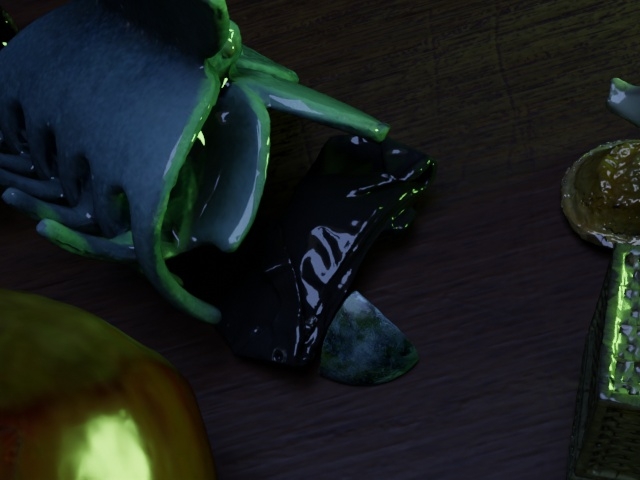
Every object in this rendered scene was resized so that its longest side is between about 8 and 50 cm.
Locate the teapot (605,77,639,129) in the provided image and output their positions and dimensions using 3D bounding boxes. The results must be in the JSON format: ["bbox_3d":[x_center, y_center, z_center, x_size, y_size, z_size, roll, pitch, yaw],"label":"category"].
[{"bbox_3d":[0.391,-0.058,0.797,0.318,0.149,0.220,-12,84,-27],"label":"teapot"}]

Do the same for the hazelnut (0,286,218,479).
[{"bbox_3d":[-0.246,0.205,0.642,0.365,0.366,0.366,-6,54,8],"label":"hazelnut"}]

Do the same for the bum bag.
[{"bbox_3d":[0.000,0.000,0.881,0.123,0.060,0.248,18,58,33],"label":"bum bag"}]

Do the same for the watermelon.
[{"bbox_3d":[0.041,0.084,0.833,0.085,0.085,0.061,-15,24,1],"label":"watermelon"}]

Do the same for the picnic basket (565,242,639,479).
[{"bbox_3d":[0.281,0.110,0.686,0.196,0.154,0.134,8,54,11],"label":"picnic basket"}]

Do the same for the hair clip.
[{"bbox_3d":[-0.156,-0.113,0.844,0.318,0.392,0.238,36,92,39],"label":"hair clip"}]

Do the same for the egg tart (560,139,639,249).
[{"bbox_3d":[0.273,-0.047,0.868,0.128,0.049,0.129,-7,53,9],"label":"egg tart"}]

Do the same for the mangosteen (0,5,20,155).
[{"bbox_3d":[-0.383,-0.140,0.983,0.211,0.211,0.250,-26,68,-8],"label":"mangosteen"}]
